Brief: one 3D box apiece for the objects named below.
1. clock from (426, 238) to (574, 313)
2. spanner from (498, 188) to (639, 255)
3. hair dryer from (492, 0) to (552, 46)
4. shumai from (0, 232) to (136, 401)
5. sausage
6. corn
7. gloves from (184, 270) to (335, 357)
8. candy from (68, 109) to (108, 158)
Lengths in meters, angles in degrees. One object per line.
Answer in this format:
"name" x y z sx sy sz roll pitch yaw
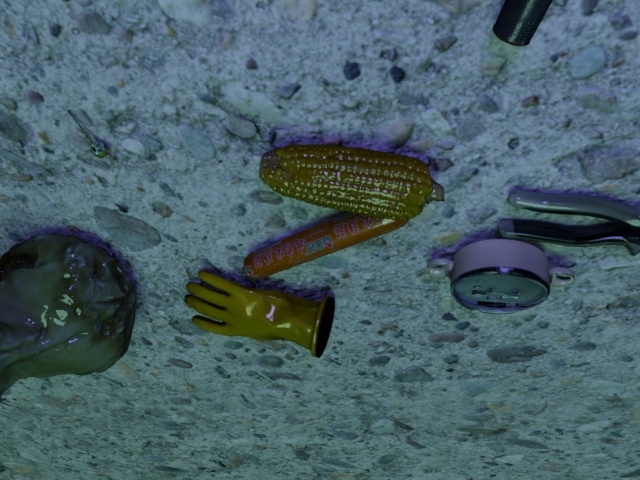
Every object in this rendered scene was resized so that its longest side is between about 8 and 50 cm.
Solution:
"clock" 0.286 0.064 0.883 0.229 0.063 0.155 6 147 10
"spanner" 0.430 -0.021 0.794 0.325 0.040 0.095 6 138 8
"hair dryer" 0.159 -0.305 0.545 0.195 0.050 0.173 17 135 -2
"shumai" -0.514 0.183 1.009 0.292 0.288 0.330 -8 127 11
"sausage" 0.000 0.000 0.897 0.348 0.053 0.053 -21 129 30
"corn" 0.044 -0.085 0.768 0.262 0.097 0.097 10 138 5
"gloves" -0.129 0.132 1.053 0.294 0.116 0.133 11 111 13
"candy" -0.349 -0.160 0.824 0.023 0.025 0.083 -36 123 -13
